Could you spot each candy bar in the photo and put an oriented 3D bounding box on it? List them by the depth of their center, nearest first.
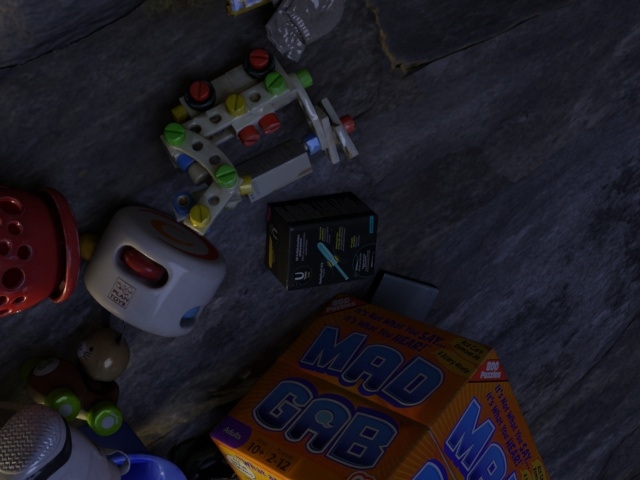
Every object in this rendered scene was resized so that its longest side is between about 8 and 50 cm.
[{"bbox_3d":[-0.069,-0.379,1.642,0.162,0.018,0.040,-26,121,-13],"label":"candy bar"}]

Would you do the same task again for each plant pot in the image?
[{"bbox_3d":[-0.441,0.012,1.550,0.174,0.191,0.191,-7,119,-29],"label":"plant pot"}]

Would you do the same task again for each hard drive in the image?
[{"bbox_3d":[0.144,0.111,2.014,0.135,0.022,0.094,17,107,-33],"label":"hard drive"}]

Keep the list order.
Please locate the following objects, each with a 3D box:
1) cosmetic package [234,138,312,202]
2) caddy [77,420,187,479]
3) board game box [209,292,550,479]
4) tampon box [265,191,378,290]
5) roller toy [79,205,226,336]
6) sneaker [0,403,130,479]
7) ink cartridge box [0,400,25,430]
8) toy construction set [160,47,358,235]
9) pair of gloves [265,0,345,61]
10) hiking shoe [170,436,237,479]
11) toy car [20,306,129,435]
[{"bbox_3d":[-0.078,-0.112,1.755,0.115,0.060,0.041,-27,126,-11],"label":"cosmetic package"},{"bbox_3d":[-0.385,0.465,1.829,0.341,0.179,0.241,-35,127,-7],"label":"caddy"},{"bbox_3d":[0.109,0.371,1.867,0.356,0.357,0.356,-46,130,-24],"label":"board game box"},{"bbox_3d":[0.000,0.000,1.829,0.161,0.101,0.120,-8,118,-23],"label":"tampon box"},{"bbox_3d":[-0.256,0.051,1.665,0.209,0.191,0.146,23,104,-35],"label":"roller toy"},{"bbox_3d":[-0.439,0.427,1.615,0.210,0.137,0.365,36,90,-43],"label":"sneaker"},{"bbox_3d":[-0.672,0.391,1.719,0.308,0.091,0.385,14,124,-33],"label":"ink cartridge box"},{"bbox_3d":[-0.099,-0.155,1.634,0.328,0.215,0.151,-25,162,-24],"label":"toy construction set"},{"bbox_3d":[-0.054,-0.403,1.606,0.240,0.042,0.204,38,84,-33],"label":"pair of gloves"},{"bbox_3d":[-0.147,0.373,1.943,0.227,0.114,0.086,-30,126,-11],"label":"hiking shoe"},{"bbox_3d":[-0.360,0.182,1.715,0.149,0.155,0.188,25,93,-35],"label":"toy car"}]
